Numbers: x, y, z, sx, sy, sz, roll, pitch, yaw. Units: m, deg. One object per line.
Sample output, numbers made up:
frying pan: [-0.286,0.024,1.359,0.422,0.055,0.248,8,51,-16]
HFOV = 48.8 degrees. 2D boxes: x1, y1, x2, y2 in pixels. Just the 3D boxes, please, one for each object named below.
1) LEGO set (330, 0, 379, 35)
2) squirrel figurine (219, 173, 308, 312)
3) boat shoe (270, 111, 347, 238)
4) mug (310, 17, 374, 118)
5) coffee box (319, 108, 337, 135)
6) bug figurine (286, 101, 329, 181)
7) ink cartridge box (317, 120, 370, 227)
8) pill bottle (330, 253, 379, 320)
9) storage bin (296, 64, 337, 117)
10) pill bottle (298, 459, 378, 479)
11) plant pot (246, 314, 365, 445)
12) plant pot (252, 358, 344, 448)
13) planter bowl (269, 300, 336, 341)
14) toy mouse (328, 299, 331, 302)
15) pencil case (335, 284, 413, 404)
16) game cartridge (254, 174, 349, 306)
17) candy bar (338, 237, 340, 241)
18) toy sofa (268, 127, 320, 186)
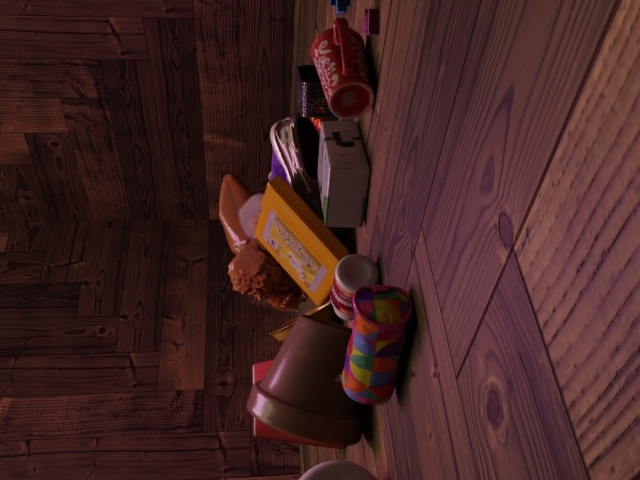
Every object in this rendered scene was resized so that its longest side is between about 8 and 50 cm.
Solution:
LEGO set: [0.061,-0.500,1.343,0.093,0.087,0.227,-139,50,-82]
squirrel figurine: [-0.138,0.020,2.214,0.370,0.281,0.397,38,-122,-71]
boat shoe: [-0.011,-0.154,1.719,0.097,0.116,0.324,-17,99,54]
mug: [0.039,-0.340,1.398,0.150,0.113,0.169,47,-155,-46]
coffee box: [0.022,-0.272,1.979,0.184,0.040,0.113,96,170,-50]
bug figurine: [-0.009,-0.220,1.868,0.216,0.072,0.279,62,150,27]
ink cartridge box: [0.046,-0.148,1.538,0.208,0.087,0.153,-97,9,-54]
pill bottle: [0.065,0.099,1.399,0.152,0.086,0.086,97,170,-58]
storage bin: [0.009,-0.361,1.696,0.180,0.122,0.084,-102,12,-62]
pill bottle: [0.023,0.568,1.378,0.334,0.188,0.188,98,169,-55]
plant pot: [-0.006,0.292,1.540,0.263,0.263,0.229,176,112,-84]
plant pot: [-0.062,0.430,1.918,0.275,0.243,0.275,179,90,-83]
planter bowl: [-0.026,0.247,1.954,0.090,0.217,0.217,62,172,2]
toy mouse: [0.018,0.211,2.127,0.143,0.031,0.161,104,164,-68]
pencil case: [0.087,0.171,1.149,0.236,0.104,0.104,97,170,-46]
game cartridge: [-0.051,0.013,1.785,0.285,0.053,0.323,48,159,9]
candy bar: [0.044,0.024,1.918,0.040,0.018,0.161,-113,23,-75]
toy sofa: [-0.079,-0.219,2.317,0.362,0.177,0.150,104,165,-65]
